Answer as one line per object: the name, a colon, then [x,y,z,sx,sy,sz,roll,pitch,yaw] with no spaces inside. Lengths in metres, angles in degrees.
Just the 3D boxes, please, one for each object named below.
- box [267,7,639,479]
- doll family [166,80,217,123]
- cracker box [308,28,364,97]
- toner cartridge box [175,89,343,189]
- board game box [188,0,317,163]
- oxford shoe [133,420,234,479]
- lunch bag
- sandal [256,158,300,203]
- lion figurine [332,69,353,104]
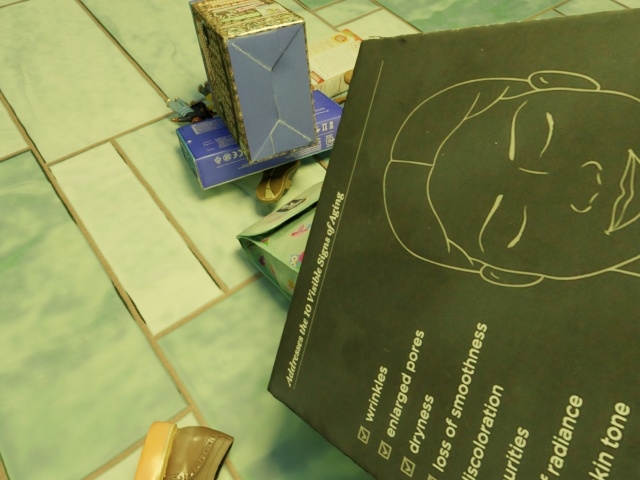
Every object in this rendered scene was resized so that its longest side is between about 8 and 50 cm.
box: [0.235,0.046,0.521,0.298,0.479,0.472,11,6,-44]
doll family: [-0.268,-0.315,1.125,0.193,0.076,0.111,-38,69,-20]
cracker box: [0.027,-0.458,1.241,0.232,0.067,0.155,-30,61,-23]
toner cartridge box: [-0.122,-0.231,1.044,0.348,0.075,0.165,-21,41,-17]
board game box: [-0.132,-0.329,0.922,0.141,0.232,0.291,-19,41,-14]
oxford shoe: [-0.180,0.412,0.582,0.133,0.130,0.363,7,56,-8]
lunch bag: [0.000,0.000,0.864,0.223,0.160,0.262,-37,53,-21]
sandal: [-0.089,-0.123,1.004,0.072,0.049,0.180,0,39,15]
lion figurine: [0.238,-0.329,1.093,0.393,0.142,0.240,-21,41,-10]
